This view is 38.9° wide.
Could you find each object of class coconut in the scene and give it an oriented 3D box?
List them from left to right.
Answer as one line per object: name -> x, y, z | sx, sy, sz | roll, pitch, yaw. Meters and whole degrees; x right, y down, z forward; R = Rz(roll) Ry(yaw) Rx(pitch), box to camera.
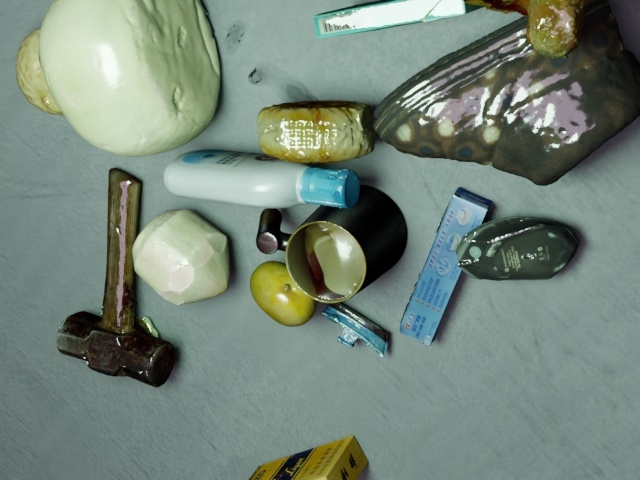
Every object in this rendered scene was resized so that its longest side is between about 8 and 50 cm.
coconut -> -0.246, 0.039, 1.656 | 0.183, 0.171, 0.171 | 42, 119, 7

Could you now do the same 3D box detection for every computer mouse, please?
computer mouse -> 0.314, 0.010, 1.448 | 0.192, 0.062, 0.106 | -7, 123, 14

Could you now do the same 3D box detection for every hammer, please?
hammer -> -0.384, 0.065, 1.764 | 0.242, 0.095, 0.409 | 13, 103, 25

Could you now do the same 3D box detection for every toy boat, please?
toy boat -> 0.060, 0.162, 1.621 | 0.137, 0.060, 0.061 | 30, 98, 5

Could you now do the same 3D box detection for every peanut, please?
peanut -> -0.497, -0.307, 1.671 | 0.159, 0.109, 0.140 | 60, 148, 7

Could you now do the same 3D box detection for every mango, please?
mango -> -0.066, 0.093, 1.588 | 0.130, 0.195, 0.092 | 42, 84, 1

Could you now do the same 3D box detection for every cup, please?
cup -> 0.008, 0.016, 1.527 | 0.239, 0.177, 0.166 | -9, 105, 26

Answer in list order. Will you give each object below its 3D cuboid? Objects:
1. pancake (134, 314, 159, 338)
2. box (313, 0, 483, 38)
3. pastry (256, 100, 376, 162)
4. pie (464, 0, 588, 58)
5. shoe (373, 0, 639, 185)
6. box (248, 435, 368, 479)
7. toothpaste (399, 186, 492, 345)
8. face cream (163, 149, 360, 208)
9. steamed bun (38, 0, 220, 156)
pancake -> -0.378, 0.204, 1.850 | 0.129, 0.022, 0.116 | -22, 98, 33
box -> 0.124, -0.344, 1.358 | 0.229, 0.162, 0.042 | -4, 107, 24
pastry -> -0.005, -0.177, 1.468 | 0.192, 0.182, 0.093 | 1, 105, 11
pie -> 0.221, -0.480, 1.182 | 0.418, 0.180, 0.395 | 29, 83, 9
shoe -> 0.281, -0.187, 1.340 | 0.384, 0.171, 0.237 | -26, 92, 21
box -> -0.043, 0.462, 1.719 | 0.237, 0.152, 0.070 | -23, 99, 29
toothpaste -> 0.206, 0.046, 1.524 | 0.066, 0.053, 0.272 | 23, 115, 10
face cream -> -0.093, -0.100, 1.512 | 0.336, 0.163, 0.080 | 8, 109, 32
steamed bun -> -0.332, -0.301, 1.493 | 0.232, 0.312, 0.334 | -9, 96, 24
